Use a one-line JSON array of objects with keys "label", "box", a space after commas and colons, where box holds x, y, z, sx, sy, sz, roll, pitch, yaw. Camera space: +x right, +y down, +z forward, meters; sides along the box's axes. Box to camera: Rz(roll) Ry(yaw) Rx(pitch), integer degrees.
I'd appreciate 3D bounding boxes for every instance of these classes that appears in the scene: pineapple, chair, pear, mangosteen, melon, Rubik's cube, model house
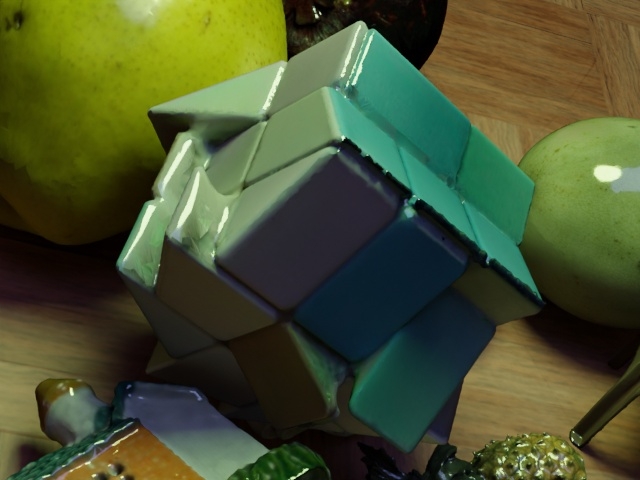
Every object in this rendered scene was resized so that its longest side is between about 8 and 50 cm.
[{"label": "pineapple", "box": [0.158, 0.268, 1.375, 0.251, 0.125, 0.125, 2, 51, -16]}, {"label": "chair", "box": [0.464, 0.150, 1.468, 0.183, 0.326, 0.175, 36, 44, 7]}, {"label": "pear", "box": [-0.227, -0.187, 1.421, 0.362, 0.362, 0.418, 37, 71, 8]}, {"label": "mangosteen", "box": [0.037, -0.322, 1.715, 0.293, 0.297, 0.297, 18, 37, -54]}, {"label": "melon", "box": [0.394, -0.020, 1.625, 0.330, 0.268, 0.268, 13, 47, -24]}, {"label": "Rubik's cube", "box": [0.000, 0.000, 1.247, 0.387, 0.368, 0.358, 40, 50, -25]}, {"label": "model house", "box": [-0.175, 0.248, 1.212, 0.271, 0.190, 0.301, -29, 51, -31]}]

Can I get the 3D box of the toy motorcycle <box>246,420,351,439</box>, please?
[{"label": "toy motorcycle", "box": [0.032, 0.152, 1.413, 0.254, 0.112, 0.112, -14, 58, -32]}]
